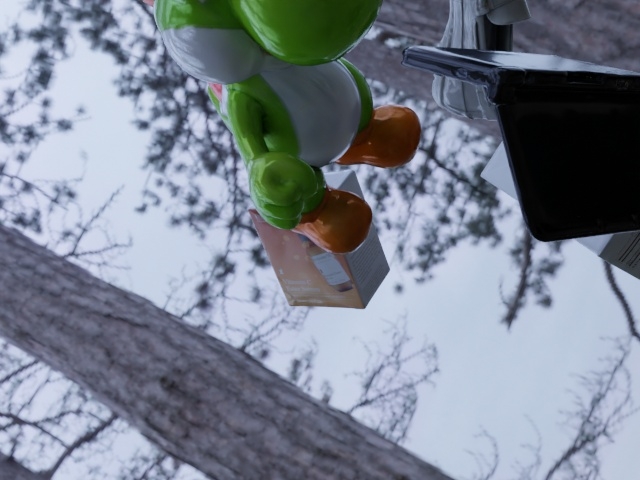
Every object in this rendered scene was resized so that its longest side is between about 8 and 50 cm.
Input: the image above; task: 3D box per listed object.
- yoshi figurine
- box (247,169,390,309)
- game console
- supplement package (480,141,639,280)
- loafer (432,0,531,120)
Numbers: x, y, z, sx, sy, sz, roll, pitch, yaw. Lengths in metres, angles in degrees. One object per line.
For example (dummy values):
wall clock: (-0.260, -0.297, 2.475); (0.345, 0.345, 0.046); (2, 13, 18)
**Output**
yoshi figurine: (-0.004, -0.131, 0.710); (0.202, 0.204, 0.362); (-25, -35, 8)
box: (0.000, 0.000, 1.238); (0.091, 0.130, 0.171); (-52, -50, -43)
game console: (0.111, -0.052, 0.449); (0.122, 0.107, 0.071); (-5, -69, -38)
supplement package: (0.338, -0.062, 1.037); (0.203, 0.194, 0.149); (22, -74, -43)
loafer: (0.224, -0.311, 1.170); (0.112, 0.111, 0.320); (-32, -46, -43)
